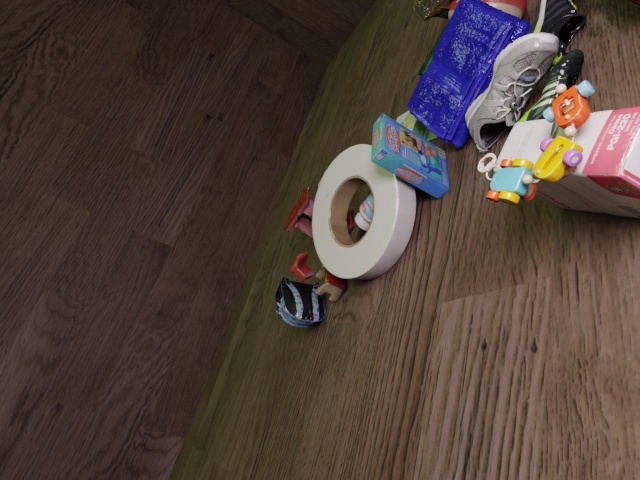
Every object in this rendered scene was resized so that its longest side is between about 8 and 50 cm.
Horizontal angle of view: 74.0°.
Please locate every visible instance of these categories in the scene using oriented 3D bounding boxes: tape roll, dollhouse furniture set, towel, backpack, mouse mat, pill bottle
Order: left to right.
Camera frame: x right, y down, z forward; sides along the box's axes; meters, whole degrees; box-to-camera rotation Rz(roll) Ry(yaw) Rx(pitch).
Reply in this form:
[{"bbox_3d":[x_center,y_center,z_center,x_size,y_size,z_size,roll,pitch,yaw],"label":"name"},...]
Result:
[{"bbox_3d":[-0.068,0.224,1.419,0.116,0.159,0.173,-63,28,31],"label":"backpack"},{"bbox_3d":[0.000,0.000,1.437,0.152,0.202,0.373,-54,20,29],"label":"dollhouse furniture set"},{"bbox_3d":[0.108,-0.080,1.225,0.392,0.072,0.391,-16,71,54],"label":"tape roll"},{"bbox_3d":[0.174,-0.103,1.275,0.160,0.087,0.087,-51,22,37],"label":"pill bottle"},{"bbox_3d":[0.421,-0.674,1.499,0.189,0.007,0.152,-61,18,11],"label":"mouse mat"},{"bbox_3d":[0.341,-0.414,1.045,0.227,0.077,0.308,54,133,37],"label":"towel"}]

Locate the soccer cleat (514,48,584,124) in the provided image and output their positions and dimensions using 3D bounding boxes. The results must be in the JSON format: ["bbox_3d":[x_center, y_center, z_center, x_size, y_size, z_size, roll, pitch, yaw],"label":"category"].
[{"bbox_3d":[0.447,-0.269,0.804,0.178,0.060,0.072,-61,31,19],"label":"soccer cleat"}]

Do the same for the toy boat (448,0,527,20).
[{"bbox_3d":[0.444,-0.635,1.111,0.231,0.151,0.150,-104,23,-62],"label":"toy boat"}]

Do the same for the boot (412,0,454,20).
[{"bbox_3d":[0.419,-0.739,1.235,0.270,0.089,0.236,-25,-2,-37],"label":"boot"}]

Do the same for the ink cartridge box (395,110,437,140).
[{"bbox_3d":[0.295,-0.353,1.319,0.108,0.062,0.209,-66,18,-9],"label":"ink cartridge box"}]

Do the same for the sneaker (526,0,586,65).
[{"bbox_3d":[0.506,-0.457,0.889,0.097,0.084,0.234,11,75,47],"label":"sneaker"}]

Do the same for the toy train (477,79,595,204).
[{"bbox_3d":[0.282,-0.113,0.542,0.166,0.046,0.125,-45,29,47],"label":"toy train"}]

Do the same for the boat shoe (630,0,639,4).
[{"bbox_3d":[0.547,-0.487,0.743,0.110,0.105,0.307,124,161,-52],"label":"boat shoe"}]

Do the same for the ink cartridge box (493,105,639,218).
[{"bbox_3d":[0.378,-0.099,0.582,0.092,0.159,0.218,-67,18,2],"label":"ink cartridge box"}]

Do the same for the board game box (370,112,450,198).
[{"bbox_3d":[0.228,-0.214,1.077,0.047,0.211,0.160,-47,24,43],"label":"board game box"}]

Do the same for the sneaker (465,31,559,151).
[{"bbox_3d":[0.397,-0.292,0.874,0.281,0.105,0.115,100,170,-66],"label":"sneaker"}]
